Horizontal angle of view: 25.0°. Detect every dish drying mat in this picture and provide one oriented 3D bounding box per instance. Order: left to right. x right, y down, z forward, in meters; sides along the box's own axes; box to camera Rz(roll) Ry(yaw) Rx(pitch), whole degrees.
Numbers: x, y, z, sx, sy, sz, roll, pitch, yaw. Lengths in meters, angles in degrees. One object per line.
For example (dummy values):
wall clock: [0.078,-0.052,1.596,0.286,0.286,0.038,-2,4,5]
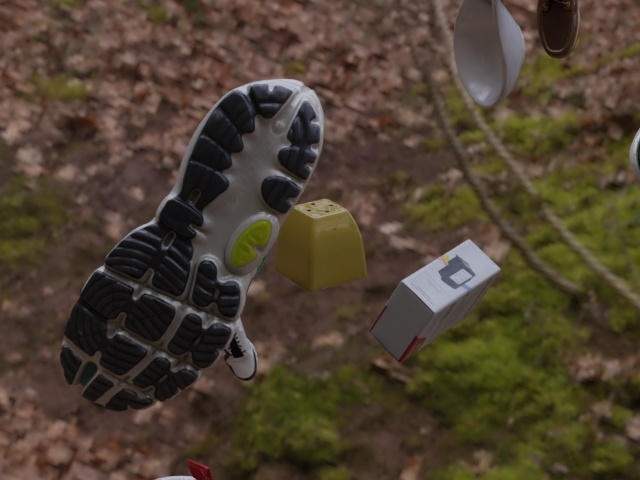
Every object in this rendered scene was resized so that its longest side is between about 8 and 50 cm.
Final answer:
dish drying mat: [-0.182,0.352,2.187,0.008,0.032,0.083,-22,10,-24]

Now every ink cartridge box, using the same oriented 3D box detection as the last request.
ink cartridge box: [0.172,0.090,2.169,0.072,0.127,0.175,45,45,16]

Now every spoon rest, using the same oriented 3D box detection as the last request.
spoon rest: [0.217,-0.276,1.751,0.084,0.276,0.137,-9,56,-24]

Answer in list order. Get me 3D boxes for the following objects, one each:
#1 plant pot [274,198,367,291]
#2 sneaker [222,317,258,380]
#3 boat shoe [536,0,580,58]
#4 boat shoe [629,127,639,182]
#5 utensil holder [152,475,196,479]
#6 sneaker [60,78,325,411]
plant pot: [0.000,0.000,1.658,0.081,0.083,0.081,-14,26,-30]
sneaker: [-0.104,0.115,1.682,0.040,0.109,0.044,-20,6,5]
boat shoe: [0.344,-0.357,2.110,0.064,0.178,0.060,2,-2,21]
boat shoe: [0.541,-0.156,1.942,0.305,0.109,0.091,-27,6,-30]
utensil holder: [-0.245,0.615,2.452,0.327,0.328,0.385,23,-36,4]
sneaker: [-0.082,0.007,1.038,0.107,0.275,0.110,37,7,-1]
